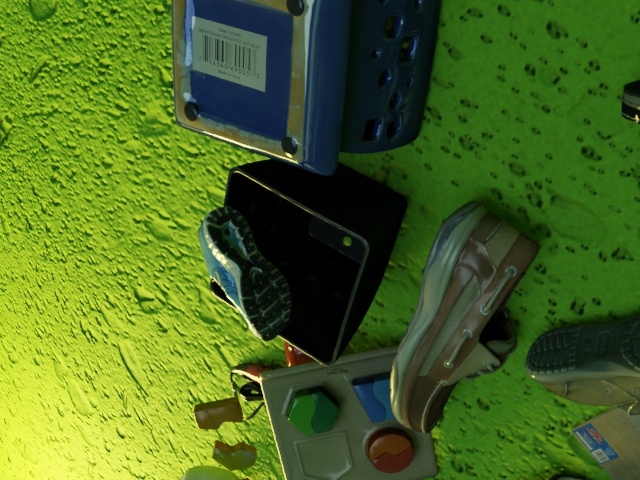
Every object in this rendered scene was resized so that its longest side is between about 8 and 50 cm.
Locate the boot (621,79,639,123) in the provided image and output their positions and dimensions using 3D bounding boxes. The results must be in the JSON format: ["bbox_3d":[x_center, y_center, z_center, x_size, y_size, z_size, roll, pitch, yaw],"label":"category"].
[{"bbox_3d":[0.369,-0.037,0.715,0.237,0.085,0.178,21,124,17],"label":"boot"}]

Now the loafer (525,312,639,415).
[{"bbox_3d":[0.345,0.132,0.839,0.251,0.094,0.087,-11,132,48],"label":"loafer"}]

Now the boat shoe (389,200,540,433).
[{"bbox_3d":[0.167,0.114,0.928,0.117,0.123,0.324,25,128,21],"label":"boat shoe"}]

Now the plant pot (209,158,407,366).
[{"bbox_3d":[0.000,0.000,0.955,0.188,0.167,0.188,29,128,20],"label":"plant pot"}]

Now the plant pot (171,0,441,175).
[{"bbox_3d":[-0.026,-0.211,0.832,0.236,0.212,0.235,22,125,25],"label":"plant pot"}]

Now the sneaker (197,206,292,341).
[{"bbox_3d":[-0.089,0.039,0.902,0.073,0.063,0.162,-19,97,59],"label":"sneaker"}]

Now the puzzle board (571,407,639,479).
[{"bbox_3d":[0.371,0.251,0.923,0.128,0.011,0.096,50,133,5],"label":"puzzle board"}]

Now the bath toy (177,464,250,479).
[{"bbox_3d":[-0.146,0.542,1.378,0.129,0.151,0.348,-16,104,1],"label":"bath toy"}]

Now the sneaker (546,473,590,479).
[{"bbox_3d":[0.348,0.409,0.964,0.282,0.099,0.153,45,133,12],"label":"sneaker"}]

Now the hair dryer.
[{"bbox_3d":[-0.052,0.211,1.162,0.224,0.080,0.293,32,128,20],"label":"hair dryer"}]

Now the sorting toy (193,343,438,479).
[{"bbox_3d":[-0.004,0.266,1.074,0.308,0.041,0.228,-12,112,2],"label":"sorting toy"}]
